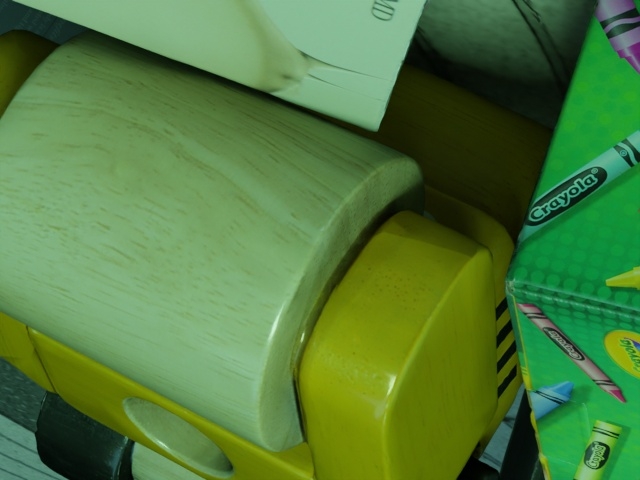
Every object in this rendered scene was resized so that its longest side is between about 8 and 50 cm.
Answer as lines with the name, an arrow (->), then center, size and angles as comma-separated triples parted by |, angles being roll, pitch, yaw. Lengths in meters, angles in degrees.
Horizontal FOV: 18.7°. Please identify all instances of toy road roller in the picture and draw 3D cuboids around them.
toy road roller -> 0.000, 0.000, 0.816 | 0.202, 0.240, 0.329 | 25, 157, 19

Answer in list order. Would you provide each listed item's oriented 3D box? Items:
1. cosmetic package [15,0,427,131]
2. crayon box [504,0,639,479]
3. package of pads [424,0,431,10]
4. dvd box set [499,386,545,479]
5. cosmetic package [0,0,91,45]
cosmetic package -> -0.096, -0.162, 0.628 | 0.309, 0.113, 0.160 | 21, 158, 1
crayon box -> 0.151, 0.015, 0.830 | 0.081, 0.165, 0.278 | 13, 156, 18
package of pads -> 0.024, -0.125, 0.793 | 0.050, 0.032, 0.083 | 19, 158, 7
dvd box set -> 0.278, 0.273, 1.129 | 0.420, 0.307, 0.062 | 26, 155, -10
cosmetic package -> -0.135, -0.067, 0.917 | 0.107, 0.127, 0.238 | 28, 168, 44
